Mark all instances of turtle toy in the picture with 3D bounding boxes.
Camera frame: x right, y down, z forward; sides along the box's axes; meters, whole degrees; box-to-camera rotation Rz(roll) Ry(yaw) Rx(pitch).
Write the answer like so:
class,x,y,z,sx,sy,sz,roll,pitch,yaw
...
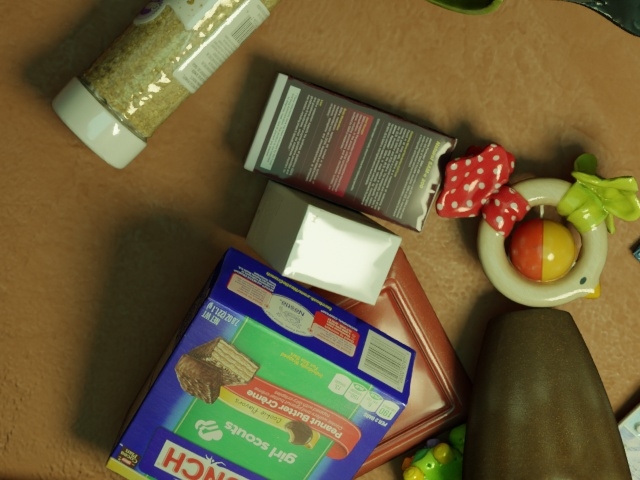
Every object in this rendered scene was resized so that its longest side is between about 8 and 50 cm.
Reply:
class,x,y,z,sx,sy,sz,roll,pitch,yaw
turtle toy,0.161,0.294,1.837,0.130,0.066,0.095,-38,123,-1

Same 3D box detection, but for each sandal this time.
class,x,y,z,sx,sy,sz,roll,pitch,yaw
sandal,0.332,-0.334,1.761,0.255,0.054,0.097,18,97,-7

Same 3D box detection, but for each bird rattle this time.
class,x,y,z,sx,sy,sz,roll,pitch,yaw
bird rattle,0.271,-0.020,1.750,0.254,0.143,0.206,0,89,-7

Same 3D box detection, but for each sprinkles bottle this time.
class,x,y,z,sx,sy,sz,roll,pitch,yaw
sprinkles bottle,-0.164,-0.250,1.699,0.121,0.121,0.355,44,92,-10

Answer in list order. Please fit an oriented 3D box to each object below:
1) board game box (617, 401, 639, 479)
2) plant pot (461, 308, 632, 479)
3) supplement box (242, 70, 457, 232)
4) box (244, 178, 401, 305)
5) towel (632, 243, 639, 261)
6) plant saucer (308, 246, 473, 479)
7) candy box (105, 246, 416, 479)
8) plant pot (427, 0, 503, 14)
class,x,y,z,sx,sy,sz,roll,pitch,yaw
board game box,0.549,0.364,1.863,0.390,0.050,0.390,42,102,-10
plant pot,0.276,0.210,1.771,0.215,0.215,0.230,-1,73,-5
supplement box,0.035,-0.112,1.761,0.239,0.073,0.130,21,97,-7
box,0.000,0.000,1.713,0.130,0.170,0.091,19,97,-21
towel,0.472,-0.001,1.838,0.119,0.029,0.067,-45,100,2
plant saucer,0.049,0.177,1.820,0.258,0.048,0.259,-28,99,0
candy box,-0.077,0.208,1.709,0.268,0.122,0.317,29,123,-5
plant pot,0.168,-0.513,1.596,0.366,0.366,0.353,40,82,-9
